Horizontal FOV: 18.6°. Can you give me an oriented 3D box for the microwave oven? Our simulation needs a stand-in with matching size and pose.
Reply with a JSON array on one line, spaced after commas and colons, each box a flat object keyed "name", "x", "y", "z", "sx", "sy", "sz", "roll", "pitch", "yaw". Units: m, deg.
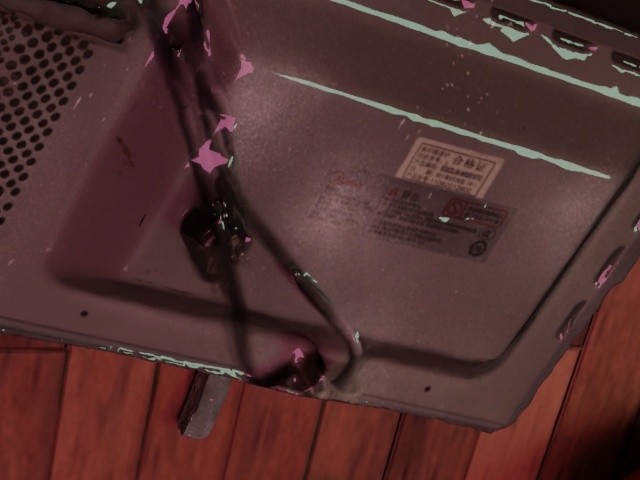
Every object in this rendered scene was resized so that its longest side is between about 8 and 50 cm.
[{"name": "microwave oven", "x": -0.065, "y": -0.115, "z": 0.952, "sx": 0.432, "sy": 0.374, "sz": 0.236, "roll": 15, "pitch": 119, "yaw": -32}]

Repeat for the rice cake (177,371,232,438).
[{"name": "rice cake", "x": -0.068, "y": 0.083, "z": 1.314, "sx": 0.022, "sy": 0.021, "sz": 0.121, "roll": 3, "pitch": 124, "yaw": -32}]

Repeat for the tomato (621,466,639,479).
[{"name": "tomato", "x": 0.300, "y": 0.279, "z": 1.429, "sx": 0.224, "sy": 0.256, "sz": 0.256, "roll": -3, "pitch": 135, "yaw": 28}]
